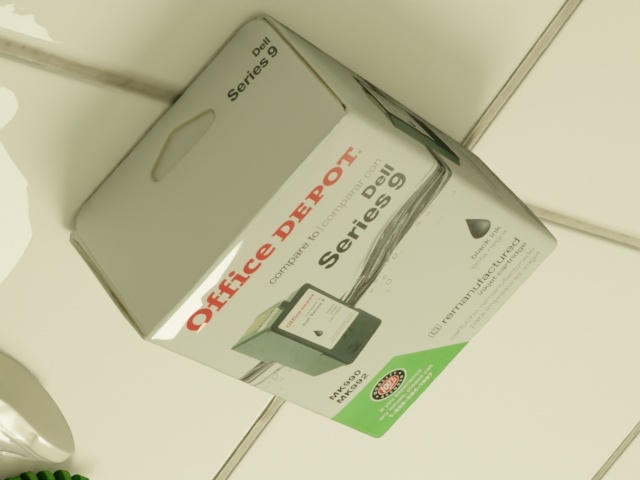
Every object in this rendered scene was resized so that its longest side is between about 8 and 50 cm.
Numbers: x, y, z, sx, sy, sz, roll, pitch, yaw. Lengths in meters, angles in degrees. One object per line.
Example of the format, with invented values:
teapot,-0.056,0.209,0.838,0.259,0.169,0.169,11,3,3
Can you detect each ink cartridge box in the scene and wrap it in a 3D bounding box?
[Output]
ink cartridge box,0.000,0.000,1.388,0.211,0.121,0.289,-49,142,11

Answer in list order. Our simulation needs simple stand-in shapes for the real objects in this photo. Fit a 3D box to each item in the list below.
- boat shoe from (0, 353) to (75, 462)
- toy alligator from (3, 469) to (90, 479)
boat shoe,-0.241,0.116,1.357,0.063,0.066,0.184,-33,148,14
toy alligator,-0.231,0.198,1.463,0.189,0.056,0.051,1,83,-32
